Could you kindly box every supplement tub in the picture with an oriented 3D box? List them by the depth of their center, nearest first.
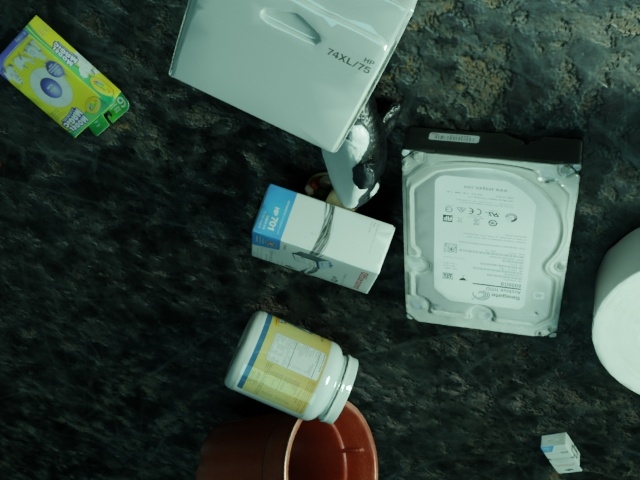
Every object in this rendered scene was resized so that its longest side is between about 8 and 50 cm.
[{"bbox_3d":[-0.050,0.221,1.524,0.199,0.144,0.144,24,136,-5],"label":"supplement tub"}]

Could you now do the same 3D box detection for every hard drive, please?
[{"bbox_3d":[0.236,-0.002,1.267,0.236,0.064,0.339,7,136,13],"label":"hard drive"}]

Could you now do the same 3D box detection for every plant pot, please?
[{"bbox_3d":[-0.077,0.438,1.682,0.265,0.272,0.272,-11,129,38],"label":"plant pot"}]

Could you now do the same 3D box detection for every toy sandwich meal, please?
[{"bbox_3d":[0.016,-0.064,1.305,0.085,0.029,0.086,10,135,10],"label":"toy sandwich meal"}]

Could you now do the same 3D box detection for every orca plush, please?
[{"bbox_3d":[0.051,-0.173,1.172,0.151,0.102,0.287,38,152,55],"label":"orca plush"}]

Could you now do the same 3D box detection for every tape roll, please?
[{"bbox_3d":[0.524,0.102,1.226,0.286,0.100,0.286,10,130,12],"label":"tape roll"}]

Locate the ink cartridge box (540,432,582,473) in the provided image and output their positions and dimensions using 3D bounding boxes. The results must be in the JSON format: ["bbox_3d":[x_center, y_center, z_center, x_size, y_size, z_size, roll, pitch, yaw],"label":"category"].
[{"bbox_3d":[0.436,0.384,1.598,0.048,0.028,0.083,-15,126,31],"label":"ink cartridge box"}]

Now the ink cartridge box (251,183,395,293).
[{"bbox_3d":[0.000,0.000,1.303,0.190,0.082,0.140,20,164,2],"label":"ink cartridge box"}]

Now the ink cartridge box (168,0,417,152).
[{"bbox_3d":[-0.006,-0.275,0.932,0.198,0.270,0.197,25,136,-5],"label":"ink cartridge box"}]

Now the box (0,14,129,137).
[{"bbox_3d":[-0.371,-0.224,1.274,0.179,0.043,0.105,41,133,-23],"label":"box"}]
